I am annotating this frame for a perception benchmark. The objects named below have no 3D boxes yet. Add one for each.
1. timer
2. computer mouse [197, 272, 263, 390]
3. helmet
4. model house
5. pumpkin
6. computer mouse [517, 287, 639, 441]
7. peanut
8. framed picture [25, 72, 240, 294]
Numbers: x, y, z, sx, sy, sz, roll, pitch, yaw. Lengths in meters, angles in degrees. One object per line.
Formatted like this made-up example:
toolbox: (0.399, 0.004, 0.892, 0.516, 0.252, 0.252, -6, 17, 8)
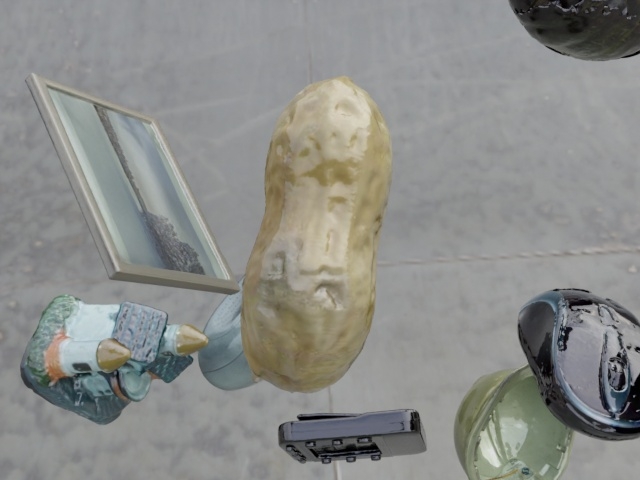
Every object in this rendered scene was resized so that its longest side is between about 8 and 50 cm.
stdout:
timer: (0.043, 0.257, 1.178, 0.187, 0.144, 0.055, -6, 65, 8)
computer mouse: (-0.095, 0.147, 1.773, 0.122, 0.188, 0.371, 24, 79, 51)
helmet: (0.276, 0.266, 1.335, 0.204, 0.257, 0.137, 1, 18, -28)
model house: (-0.336, 0.207, 1.579, 0.291, 0.253, 0.184, -9, 52, 23)
pumpkin: (0.415, -0.417, 1.338, 0.321, 0.192, 0.320, 8, 67, -19)
computer mouse: (0.305, 0.122, 0.992, 0.137, 0.096, 0.233, 8, 29, -7)
peanut: (0.000, 0.000, 0.575, 0.100, 0.214, 0.099, 13, 3, -1)
framed picture: (-0.221, -0.064, 1.058, 0.213, 0.016, 0.289, 14, 41, -56)
